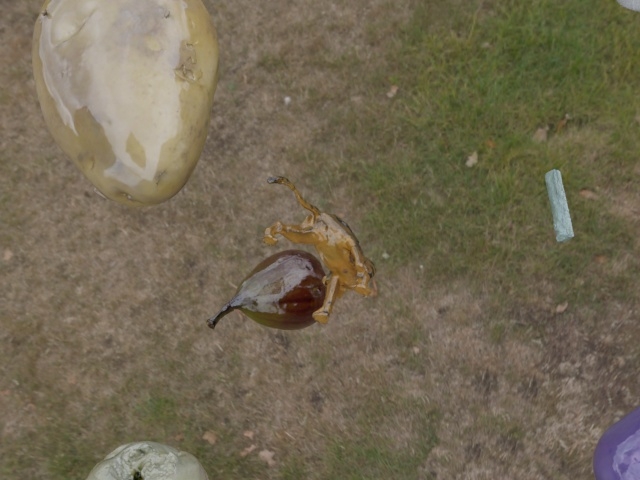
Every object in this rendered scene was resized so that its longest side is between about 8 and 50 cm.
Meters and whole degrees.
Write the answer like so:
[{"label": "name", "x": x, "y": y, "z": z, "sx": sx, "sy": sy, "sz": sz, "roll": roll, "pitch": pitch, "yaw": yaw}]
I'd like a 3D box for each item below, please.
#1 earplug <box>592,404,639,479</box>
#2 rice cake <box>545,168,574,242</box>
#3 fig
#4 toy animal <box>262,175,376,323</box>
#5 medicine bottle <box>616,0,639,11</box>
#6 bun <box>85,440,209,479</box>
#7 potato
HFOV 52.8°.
[{"label": "earplug", "x": 0.646, "y": 0.288, "z": 1.028, "sx": 0.456, "sy": 0.215, "sz": 0.215, "roll": -39, "pitch": 58, "yaw": 15}, {"label": "rice cake", "x": 0.357, "y": -0.053, "z": 0.965, "sx": 0.022, "sy": 0.022, "sz": 0.121, "roll": 11, "pitch": 59, "yaw": -19}, {"label": "fig", "x": -0.115, "y": 0.121, "z": 1.338, "sx": 0.274, "sy": 0.170, "sz": 0.145, "roll": -17, "pitch": 17, "yaw": -31}, {"label": "toy animal", "x": 0.008, "y": -0.001, "z": 0.888, "sx": 0.114, "sy": 0.255, "sz": 0.116, "roll": -14, "pitch": 39, "yaw": 20}, {"label": "medicine bottle", "x": 0.236, "y": -0.280, "z": 0.402, "sx": 0.147, "sy": 0.247, "sz": 0.147, "roll": -13, "pitch": 34, "yaw": 9}, {"label": "bun", "x": -0.241, "y": 0.341, "z": 0.887, "sx": 0.178, "sy": 0.193, "sz": 0.128, "roll": 9, "pitch": 46, "yaw": -10}, {"label": "potato", "x": -0.163, "y": -0.137, "z": 0.528, "sx": 0.161, "sy": 0.128, "sz": 0.234, "roll": -8, "pitch": 69, "yaw": 31}]
